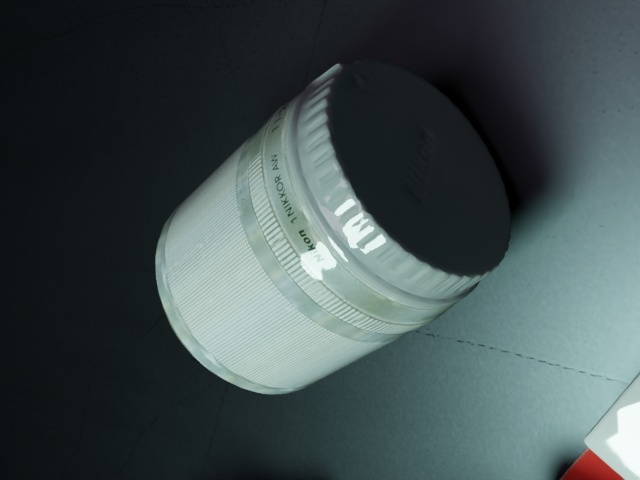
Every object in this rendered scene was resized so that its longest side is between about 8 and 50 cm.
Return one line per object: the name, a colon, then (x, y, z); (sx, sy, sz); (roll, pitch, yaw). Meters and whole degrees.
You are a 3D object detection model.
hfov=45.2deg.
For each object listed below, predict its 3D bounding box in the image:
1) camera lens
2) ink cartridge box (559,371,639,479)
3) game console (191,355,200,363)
camera lens: (0.000, 0.000, 0.686); (0.274, 0.219, 0.219); (-36, 77, 42)
ink cartridge box: (0.325, 0.236, 0.560); (0.296, 0.066, 0.261); (42, 125, 26)
game console: (-0.112, 0.100, 0.958); (0.107, 0.071, 0.122); (31, 126, -2)
